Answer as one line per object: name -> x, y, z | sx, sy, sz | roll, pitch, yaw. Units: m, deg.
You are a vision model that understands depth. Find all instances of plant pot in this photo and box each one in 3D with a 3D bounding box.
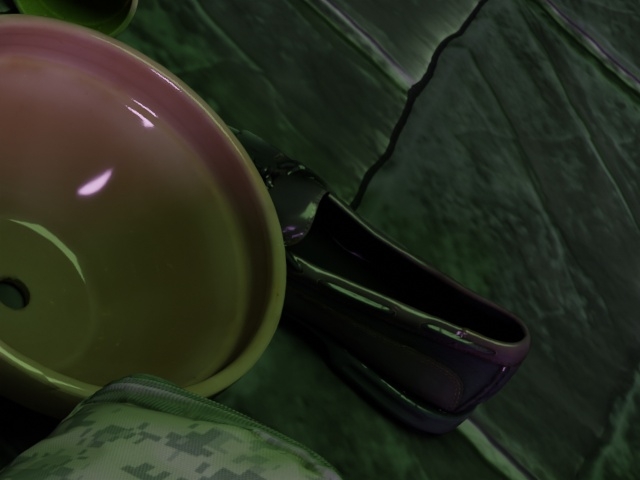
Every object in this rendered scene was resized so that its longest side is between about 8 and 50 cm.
plant pot -> -0.145, 0.005, 0.850 | 0.237, 0.110, 0.237 | 24, 45, -26
plant pot -> -0.149, -0.178, 1.024 | 0.083, 0.083, 0.079 | 36, 29, -13

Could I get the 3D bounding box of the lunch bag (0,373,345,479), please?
lunch bag -> -0.084, 0.204, 0.529 | 0.256, 0.212, 0.305 | 39, 46, 16

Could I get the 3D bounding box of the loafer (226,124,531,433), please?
loafer -> 0.000, 0.000, 0.989 | 0.302, 0.095, 0.109 | 37, 41, -12
